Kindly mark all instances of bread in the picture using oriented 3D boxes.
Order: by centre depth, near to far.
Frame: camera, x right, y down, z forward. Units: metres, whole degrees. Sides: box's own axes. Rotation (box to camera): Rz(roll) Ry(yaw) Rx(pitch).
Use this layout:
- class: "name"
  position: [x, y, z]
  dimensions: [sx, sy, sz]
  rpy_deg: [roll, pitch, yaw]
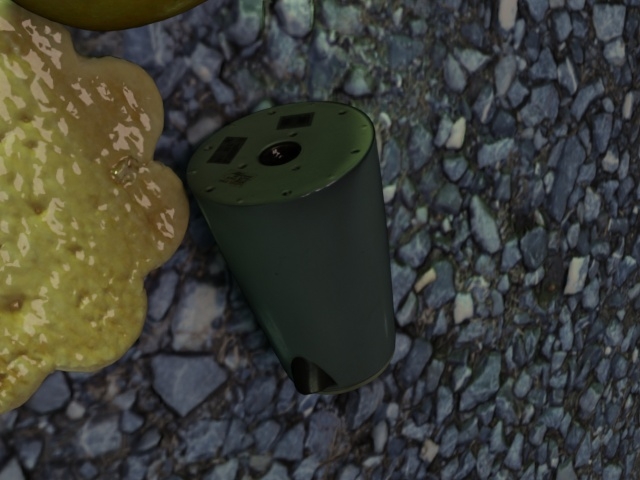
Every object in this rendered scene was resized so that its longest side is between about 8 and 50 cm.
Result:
- class: "bread"
  position: [-0.238, -0.022, 0.635]
  dimensions: [0.316, 0.054, 0.316]
  rpy_deg: [-10, 105, -39]

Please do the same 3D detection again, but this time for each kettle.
- class: "kettle"
  position: [0.000, 0.000, 0.802]
  dimensions: [0.210, 0.160, 0.243]
  rpy_deg: [-65, 148, -45]

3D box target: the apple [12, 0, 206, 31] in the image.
- class: "apple"
  position: [-0.141, -0.255, 0.565]
  dimensions: [0.237, 0.207, 0.237]
  rpy_deg: [43, 33, -37]
